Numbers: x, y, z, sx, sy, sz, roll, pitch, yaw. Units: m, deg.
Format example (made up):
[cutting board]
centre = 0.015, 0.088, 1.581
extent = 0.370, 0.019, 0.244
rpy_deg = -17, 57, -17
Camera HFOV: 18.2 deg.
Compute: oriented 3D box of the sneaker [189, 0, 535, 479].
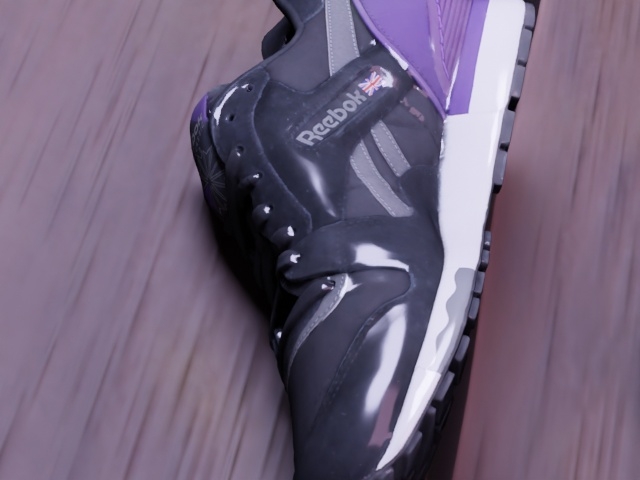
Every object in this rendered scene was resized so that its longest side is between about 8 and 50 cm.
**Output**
[sneaker]
centre = 0.000, 0.000, 0.776
extent = 0.124, 0.107, 0.283
rpy_deg = 15, 44, 0
